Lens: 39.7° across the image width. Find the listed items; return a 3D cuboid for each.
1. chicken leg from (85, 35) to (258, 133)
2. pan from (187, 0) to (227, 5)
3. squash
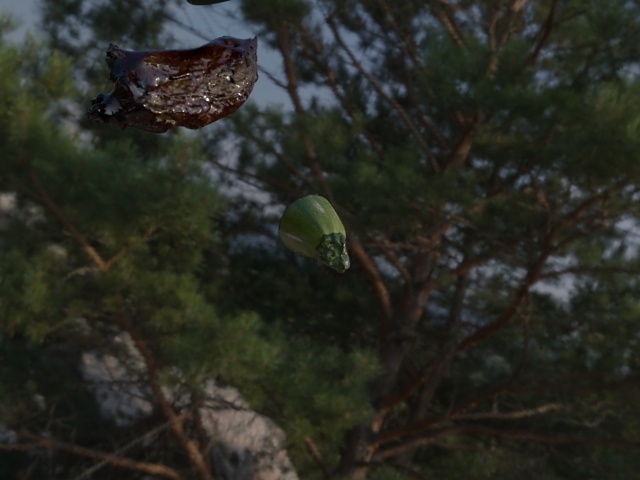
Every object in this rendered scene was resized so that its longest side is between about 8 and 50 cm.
[{"bbox_3d":[-0.141,-0.164,0.919,0.233,0.105,0.063,-16,-7,-36],"label":"chicken leg"},{"bbox_3d":[-0.108,-0.260,0.858,0.136,0.028,0.235,-16,2,35],"label":"pan"},{"bbox_3d":[0.007,-0.005,1.406,0.105,0.105,0.132,24,8,-36],"label":"squash"}]
